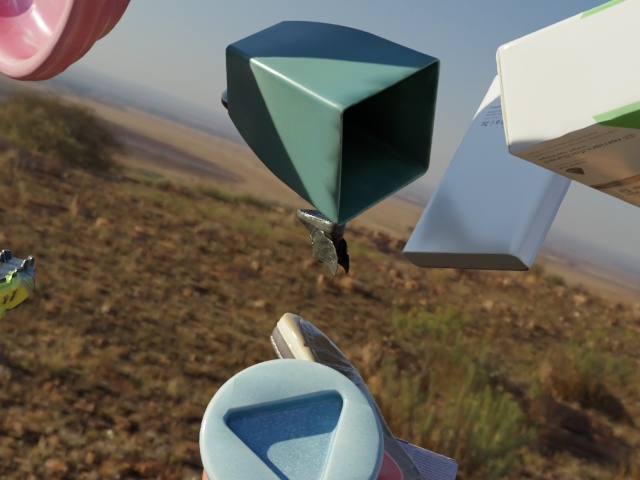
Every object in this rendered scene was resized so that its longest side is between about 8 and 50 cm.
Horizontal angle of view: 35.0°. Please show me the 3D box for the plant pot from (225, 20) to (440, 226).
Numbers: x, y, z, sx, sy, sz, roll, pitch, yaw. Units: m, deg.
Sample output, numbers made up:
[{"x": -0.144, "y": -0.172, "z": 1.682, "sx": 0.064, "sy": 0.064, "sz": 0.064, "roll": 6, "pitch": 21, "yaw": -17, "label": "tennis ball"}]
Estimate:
[{"x": -0.001, "y": -0.167, "z": 1.245, "sx": 0.165, "sy": 0.166, "sz": 0.234, "roll": -31, "pitch": 49, "yaw": -33, "label": "plant pot"}]

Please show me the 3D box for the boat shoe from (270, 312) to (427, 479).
[{"x": 0.018, "y": 0.202, "z": 1.015, "sx": 0.285, "sy": 0.092, "sz": 0.103, "roll": 55, "pitch": 17, "yaw": 23, "label": "boat shoe"}]

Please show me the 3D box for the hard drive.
[{"x": 0.282, "y": -0.114, "z": 1.501, "sx": 0.047, "sy": 0.353, "sz": 0.233, "roll": 42, "pitch": -23, "yaw": -29, "label": "hard drive"}]

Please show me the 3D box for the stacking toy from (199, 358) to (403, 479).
[{"x": -0.016, "y": 0.235, "z": 0.670, "sx": 0.279, "sy": 0.309, "sz": 0.130, "roll": 32, "pitch": -36, "yaw": 16, "label": "stacking toy"}]

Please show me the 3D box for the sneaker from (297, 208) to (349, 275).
[{"x": 0.002, "y": 0.000, "z": 1.823, "sx": 0.051, "sy": 0.089, "sz": 0.170, "roll": 0, "pitch": 13, "yaw": -31, "label": "sneaker"}]

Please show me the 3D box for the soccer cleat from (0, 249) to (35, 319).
[{"x": -0.544, "y": 0.094, "z": 1.687, "sx": 0.093, "sy": 0.121, "sz": 0.289, "roll": 15, "pitch": 8, "yaw": -1, "label": "soccer cleat"}]

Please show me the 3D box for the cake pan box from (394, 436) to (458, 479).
[{"x": 0.078, "y": 0.429, "z": 1.598, "sx": 0.266, "sy": 0.246, "sz": 0.070, "roll": 21, "pitch": -24, "yaw": -13, "label": "cake pan box"}]

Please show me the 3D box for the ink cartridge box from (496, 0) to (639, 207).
[{"x": 0.351, "y": -0.138, "z": 1.041, "sx": 0.211, "sy": 0.122, "sz": 0.289, "roll": -18, "pitch": -22, "yaw": 40, "label": "ink cartridge box"}]

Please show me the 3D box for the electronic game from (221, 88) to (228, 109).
[{"x": -0.045, "y": -0.215, "z": 1.621, "sx": 0.229, "sy": 0.048, "sz": 0.229, "roll": 7, "pitch": 21, "yaw": -3, "label": "electronic game"}]

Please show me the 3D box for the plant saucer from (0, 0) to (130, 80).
[{"x": -0.256, "y": -0.319, "z": 0.970, "sx": 0.084, "sy": 0.332, "sz": 0.332, "roll": -6, "pitch": 20, "yaw": -38, "label": "plant saucer"}]
